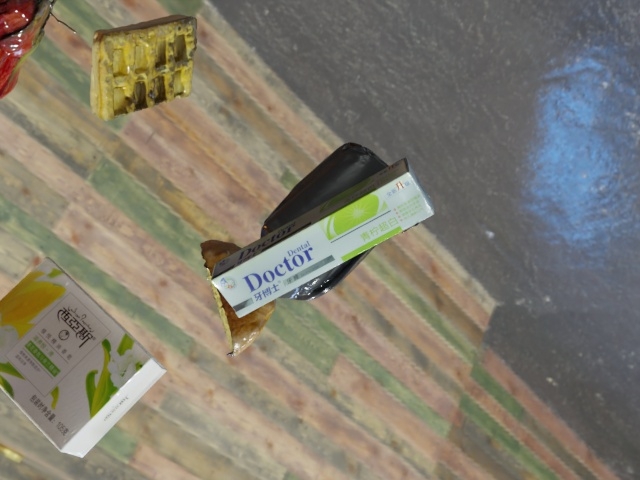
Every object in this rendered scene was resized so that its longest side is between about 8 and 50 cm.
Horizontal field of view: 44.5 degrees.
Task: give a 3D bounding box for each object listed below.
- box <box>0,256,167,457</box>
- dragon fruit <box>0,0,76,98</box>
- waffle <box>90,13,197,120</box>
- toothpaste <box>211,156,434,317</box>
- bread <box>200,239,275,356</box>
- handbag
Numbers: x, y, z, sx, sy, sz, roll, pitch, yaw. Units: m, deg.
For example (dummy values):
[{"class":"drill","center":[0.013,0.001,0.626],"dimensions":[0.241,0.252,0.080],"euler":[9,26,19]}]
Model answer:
[{"class":"box","center":[-0.410,0.185,1.252],"dimensions":[0.260,0.194,0.111],"euler":[38,166,18]},{"class":"dragon fruit","center":[-0.451,-0.248,0.953],"dimensions":[0.293,0.233,0.233],"euler":[-4,150,2]},{"class":"waffle","center":[-0.347,-0.347,1.543],"dimensions":[0.057,0.274,0.168],"euler":[22,121,24]},{"class":"toothpaste","center":[0.000,0.000,1.152],"dimensions":[0.337,0.067,0.081],"euler":[-29,112,13]},{"class":"bread","center":[-0.166,0.114,1.674],"dimensions":[0.134,0.260,0.129],"euler":[-14,164,-10]},{"class":"handbag","center":[0.007,-0.006,1.532],"dimensions":[0.178,0.302,0.275],"euler":[37,150,12]}]
